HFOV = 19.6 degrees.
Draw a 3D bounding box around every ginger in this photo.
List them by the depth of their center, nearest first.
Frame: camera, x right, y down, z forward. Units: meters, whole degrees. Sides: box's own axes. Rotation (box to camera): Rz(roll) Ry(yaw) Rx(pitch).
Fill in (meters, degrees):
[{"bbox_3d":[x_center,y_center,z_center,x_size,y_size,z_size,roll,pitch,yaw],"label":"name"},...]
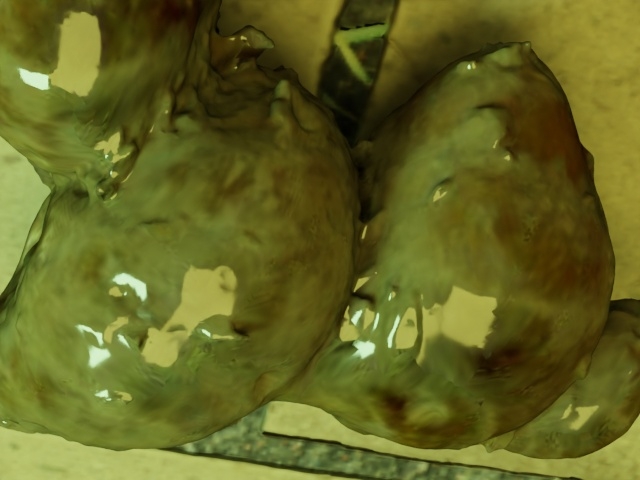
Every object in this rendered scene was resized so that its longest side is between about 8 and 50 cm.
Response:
[{"bbox_3d":[0.000,0.000,0.845,0.375,0.176,0.256,19,105,-17],"label":"ginger"}]
